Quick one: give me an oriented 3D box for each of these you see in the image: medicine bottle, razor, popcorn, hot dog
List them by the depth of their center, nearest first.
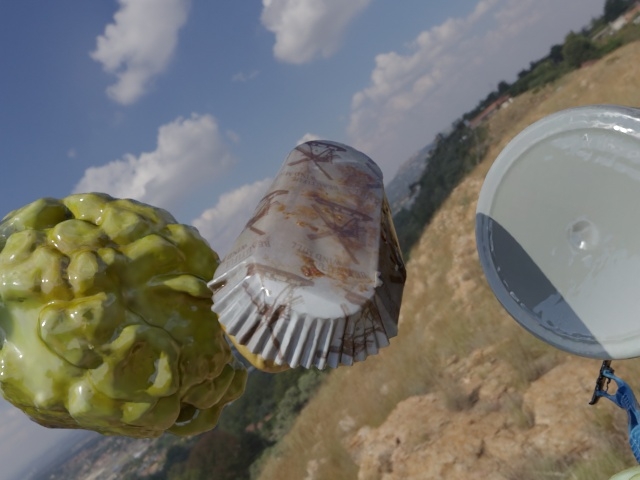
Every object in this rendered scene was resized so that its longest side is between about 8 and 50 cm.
[{"bbox_3d":[0.000,0.000,0.477,0.252,0.131,0.069,-78,8,-55],"label":"hot dog"},{"bbox_3d":[-0.176,0.068,0.527,0.217,0.235,0.181,-21,42,45],"label":"popcorn"},{"bbox_3d":[0.315,-0.018,0.643,0.232,0.237,0.238,-9,-20,-42],"label":"medicine bottle"},{"bbox_3d":[0.387,0.220,0.785,0.253,0.042,0.081,-37,-40,-75],"label":"razor"}]

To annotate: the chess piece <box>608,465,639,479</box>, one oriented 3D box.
[{"bbox_3d":[0.278,0.199,0.448,0.298,0.175,0.176,-34,0,4],"label":"chess piece"}]
